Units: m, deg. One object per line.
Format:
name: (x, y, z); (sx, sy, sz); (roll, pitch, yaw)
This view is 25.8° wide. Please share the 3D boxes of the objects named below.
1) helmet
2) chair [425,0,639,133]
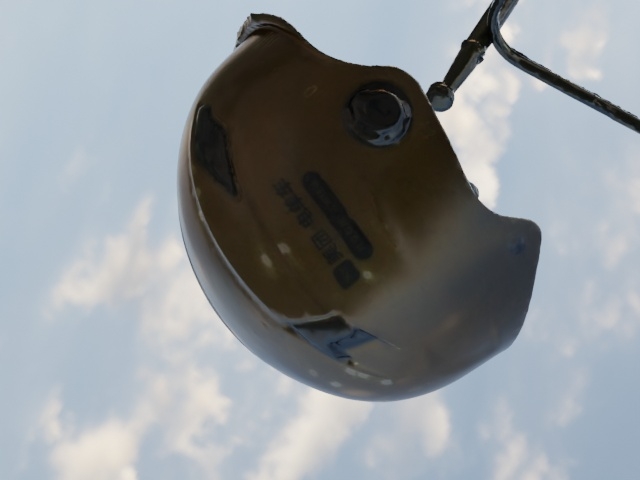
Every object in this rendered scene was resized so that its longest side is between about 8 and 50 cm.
helmet: (0.000, 0.000, 0.742); (0.130, 0.224, 0.198); (-46, 179, -23)
chair: (0.368, -0.292, 1.372); (0.364, 0.362, 0.410); (-59, -171, 41)
